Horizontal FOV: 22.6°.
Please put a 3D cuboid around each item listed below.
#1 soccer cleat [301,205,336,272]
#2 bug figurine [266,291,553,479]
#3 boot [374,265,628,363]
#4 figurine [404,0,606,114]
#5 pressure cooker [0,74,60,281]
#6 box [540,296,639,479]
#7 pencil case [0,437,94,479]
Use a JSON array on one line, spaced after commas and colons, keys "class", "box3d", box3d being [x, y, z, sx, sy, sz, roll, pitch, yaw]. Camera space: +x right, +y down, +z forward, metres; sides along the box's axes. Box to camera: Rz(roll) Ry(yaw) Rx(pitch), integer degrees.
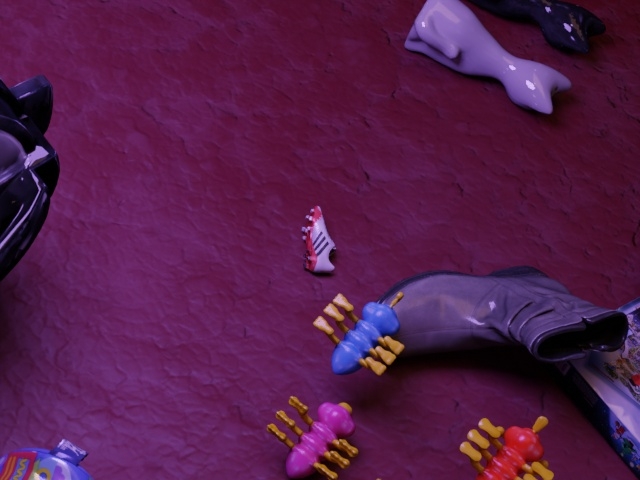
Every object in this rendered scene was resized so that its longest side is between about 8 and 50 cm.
[{"class": "soccer cleat", "box3d": [0.000, 0.000, 1.758, 0.036, 0.029, 0.083, 13, 53, -18]}, {"class": "bug figurine", "box3d": [0.080, 0.191, 1.575, 0.279, 0.072, 0.216, 42, 75, 15]}, {"class": "boot", "box3d": [0.185, 0.085, 1.660, 0.246, 0.083, 0.161, -11, 20, -26]}, {"class": "figurine", "box3d": [0.237, -0.262, 2.004, 0.209, 0.092, 0.215, 31, 51, 3]}, {"class": "pressure cooker", "box3d": [-0.468, -0.076, 1.436, 0.420, 0.370, 0.375, 48, 14, 17]}, {"class": "box", "box3d": [0.371, 0.177, 1.719, 0.159, 0.044, 0.233, -23, 62, -32]}, {"class": "pencil case", "box3d": [-0.271, 0.320, 1.356, 0.133, 0.119, 0.306, 6, 49, 17]}]
